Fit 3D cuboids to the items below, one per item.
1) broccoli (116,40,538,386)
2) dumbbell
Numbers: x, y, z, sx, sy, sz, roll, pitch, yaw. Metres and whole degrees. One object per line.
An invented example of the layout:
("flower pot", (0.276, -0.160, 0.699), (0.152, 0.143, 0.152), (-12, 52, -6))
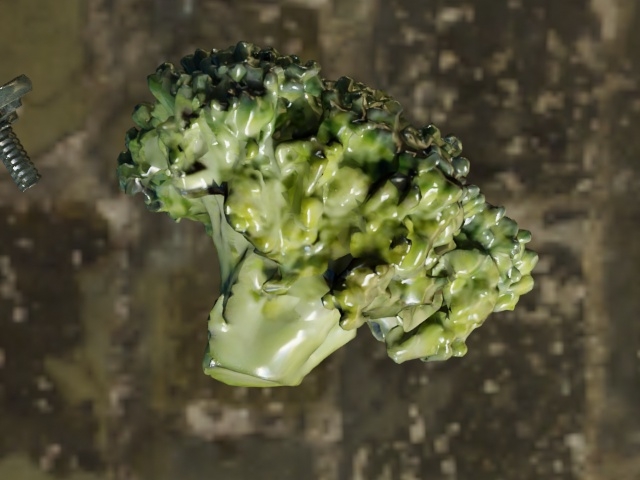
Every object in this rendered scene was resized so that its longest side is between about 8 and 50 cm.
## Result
("broccoli", (0.005, -0.024, 1.538), (0.334, 0.324, 0.272), (142, 119, -79))
("dumbbell", (-0.286, -0.151, 1.454), (0.254, 0.081, 0.081), (60, 159, -9))
